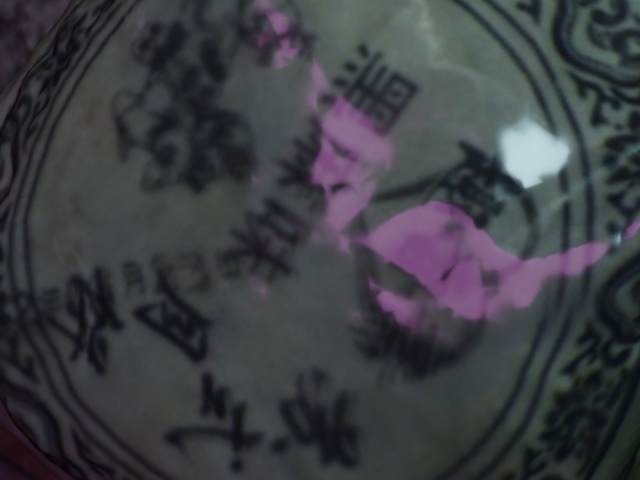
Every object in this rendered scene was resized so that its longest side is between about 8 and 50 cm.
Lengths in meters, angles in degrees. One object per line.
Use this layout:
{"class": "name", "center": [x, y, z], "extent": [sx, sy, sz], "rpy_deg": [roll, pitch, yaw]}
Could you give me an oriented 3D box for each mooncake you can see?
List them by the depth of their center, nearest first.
{"class": "mooncake", "center": [-0.002, -0.001, 0.613], "extent": [0.250, 0.136, 0.254], "rpy_deg": [33, 103, 20]}
